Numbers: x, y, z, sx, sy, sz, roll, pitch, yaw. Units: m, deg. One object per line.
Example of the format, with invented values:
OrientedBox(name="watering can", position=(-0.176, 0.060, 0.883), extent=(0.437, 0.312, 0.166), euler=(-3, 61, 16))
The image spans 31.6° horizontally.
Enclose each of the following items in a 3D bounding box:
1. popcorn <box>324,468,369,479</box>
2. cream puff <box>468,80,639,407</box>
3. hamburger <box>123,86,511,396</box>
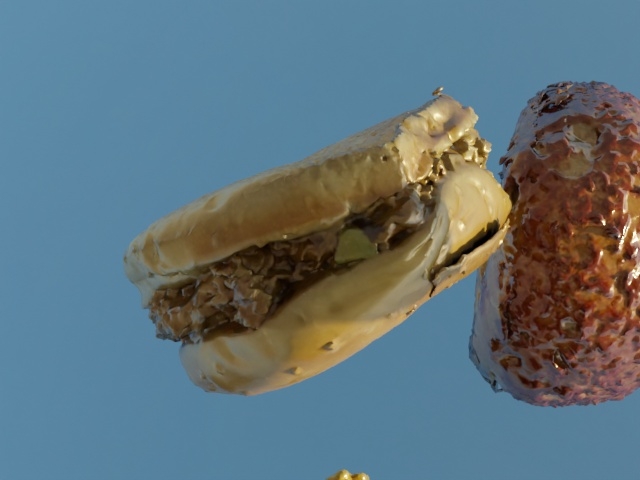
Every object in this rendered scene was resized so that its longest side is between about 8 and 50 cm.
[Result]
OrientedBox(name="popcorn", position=(0.009, 0.184, 0.713), extent=(0.057, 0.083, 0.082), euler=(37, -79, 18))
OrientedBox(name="cream puff", position=(0.190, 0.009, 0.807), extent=(0.164, 0.240, 0.240), euler=(11, -100, 1))
OrientedBox(name="hamburger", position=(-0.001, 0.001, 0.624), extent=(0.214, 0.214, 0.108), euler=(-29, -85, 8))
